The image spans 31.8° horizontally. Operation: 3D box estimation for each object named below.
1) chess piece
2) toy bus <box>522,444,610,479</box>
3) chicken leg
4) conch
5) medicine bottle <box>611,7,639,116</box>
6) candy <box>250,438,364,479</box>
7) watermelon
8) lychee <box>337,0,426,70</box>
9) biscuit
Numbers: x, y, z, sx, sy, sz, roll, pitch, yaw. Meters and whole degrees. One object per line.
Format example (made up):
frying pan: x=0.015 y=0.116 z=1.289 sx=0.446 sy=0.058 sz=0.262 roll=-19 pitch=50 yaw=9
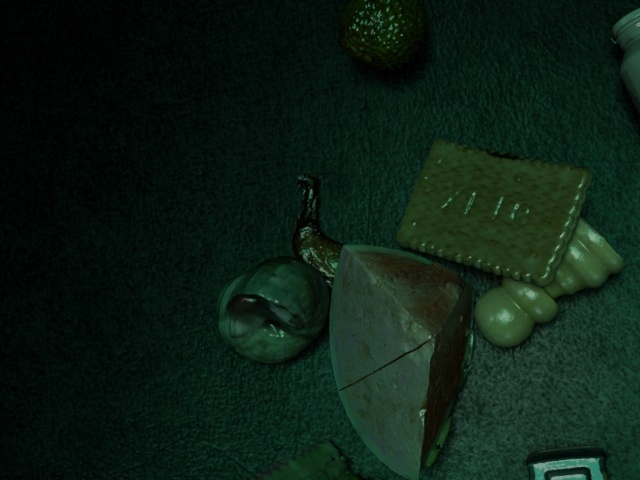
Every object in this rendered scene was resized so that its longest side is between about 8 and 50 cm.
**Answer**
chess piece: x=0.369 y=0.072 z=1.882 sx=0.261 sy=0.143 sz=0.143 roll=-43 pitch=75 yaw=10
toy bus: x=0.404 y=0.466 z=1.776 sx=0.138 sy=0.167 sz=0.275 roll=-8 pitch=78 yaw=11
chicken leg: x=0.000 y=0.000 z=2.005 sx=0.106 sy=0.051 sz=0.253 roll=-25 pitch=75 yaw=0
conch: x=-0.089 y=0.118 z=1.926 sx=0.277 sy=0.220 sz=0.195 roll=11 pitch=89 yaw=54
medicine bottle: x=0.578 y=-0.284 z=1.888 sx=0.135 sy=0.135 sz=0.215 roll=-23 pitch=76 yaw=7
candy: x=0.086 y=0.481 z=1.792 sx=0.398 sy=0.263 sz=0.172 roll=45 pitch=104 yaw=15
watermelon: x=0.169 y=0.189 z=1.875 sx=0.319 sy=0.222 sz=0.292 roll=35 pitch=123 yaw=51
lychee: x=0.117 y=-0.388 z=1.995 sx=0.171 sy=0.171 sz=0.171 roll=-2 pitch=80 yaw=12
biscuit: x=0.287 y=-0.052 z=1.895 sx=0.325 sy=0.044 sz=0.217 roll=15 pitch=81 yaw=41
